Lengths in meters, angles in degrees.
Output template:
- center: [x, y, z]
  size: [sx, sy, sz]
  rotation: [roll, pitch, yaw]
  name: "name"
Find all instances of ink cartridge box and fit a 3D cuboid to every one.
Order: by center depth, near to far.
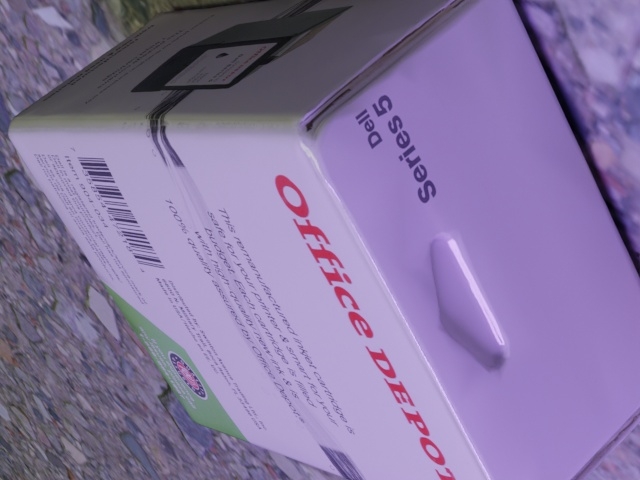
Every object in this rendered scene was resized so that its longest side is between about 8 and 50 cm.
- center: [0.000, 0.000, 0.675]
  size: [0.273, 0.115, 0.198]
  rotation: [7, 132, 56]
  name: "ink cartridge box"
